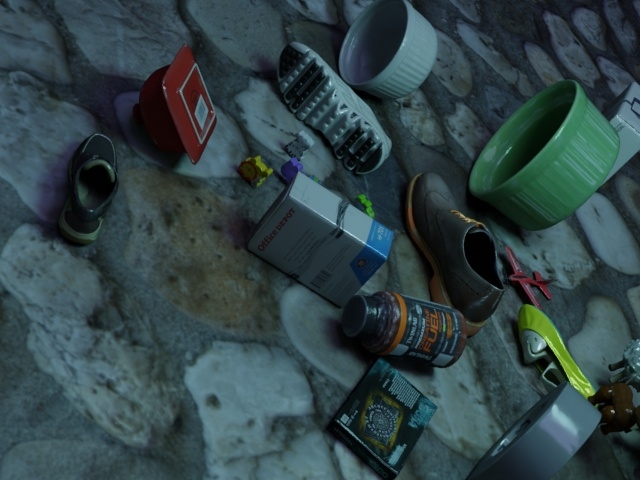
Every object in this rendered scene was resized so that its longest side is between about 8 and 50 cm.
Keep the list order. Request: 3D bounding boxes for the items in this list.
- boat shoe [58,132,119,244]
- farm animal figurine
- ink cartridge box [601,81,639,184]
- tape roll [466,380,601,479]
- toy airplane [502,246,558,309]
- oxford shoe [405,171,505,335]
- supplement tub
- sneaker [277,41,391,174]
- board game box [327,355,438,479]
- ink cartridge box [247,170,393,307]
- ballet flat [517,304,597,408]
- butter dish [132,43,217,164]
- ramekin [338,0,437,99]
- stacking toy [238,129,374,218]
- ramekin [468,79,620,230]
[{"bbox_3d":[-0.332,-0.090,1.682,0.080,0.073,0.223,26,39,-20],"label":"boat shoe"},{"bbox_3d":[0.629,0.348,1.961,0.330,0.172,0.327,57,28,-3],"label":"farm animal figurine"},{"bbox_3d":[0.706,-0.254,2.699,0.100,0.172,0.237,41,36,1],"label":"ink cartridge box"},{"bbox_3d":[0.323,0.314,1.721,0.072,0.219,0.219,45,36,8],"label":"tape roll"},{"bbox_3d":[0.405,0.077,2.205,0.151,0.028,0.151,24,40,-22],"label":"toy airplane"},{"bbox_3d":[0.257,-0.005,2.068,0.130,0.132,0.363,13,44,-32],"label":"oxford shoe"},{"bbox_3d":[0.133,0.141,1.831,0.198,0.106,0.106,15,43,-30],"label":"supplement tub"},{"bbox_3d":[0.028,-0.256,2.166,0.292,0.110,0.118,52,29,3],"label":"sneaker"},{"bbox_3d":[0.098,0.270,1.729,0.126,0.026,0.186,42,36,2],"label":"board game box"},{"bbox_3d":[0.000,0.000,1.828,0.191,0.139,0.082,34,38,-9],"label":"ink cartridge box"},{"bbox_3d":[0.411,0.217,2.031,0.077,0.077,0.231,-20,67,-32],"label":"ballet flat"},{"bbox_3d":[-0.252,-0.216,1.861,0.160,0.118,0.159,-75,151,-53],"label":"butter dish"},{"bbox_3d":[0.144,-0.386,2.318,0.109,0.207,0.207,26,37,-34],"label":"ramekin"},{"bbox_3d":[-0.019,-0.085,1.983,0.221,0.052,0.167,47,38,5],"label":"stacking toy"},{"bbox_3d":[0.456,-0.163,2.285,0.148,0.303,0.303,40,35,-14],"label":"ramekin"}]
